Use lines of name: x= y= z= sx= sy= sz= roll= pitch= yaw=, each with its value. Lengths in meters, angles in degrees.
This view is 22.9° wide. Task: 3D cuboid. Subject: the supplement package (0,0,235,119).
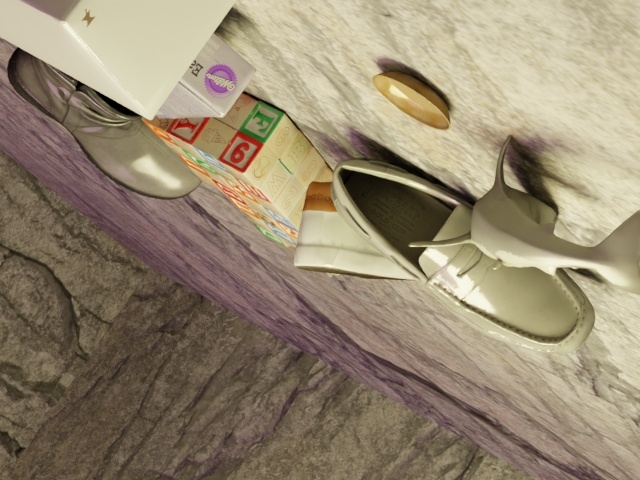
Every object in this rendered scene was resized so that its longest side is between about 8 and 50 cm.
supplement package: x=-0.229 y=-0.260 z=1.305 sx=0.293 sy=0.177 sz=0.175 roll=30 pitch=170 yaw=27

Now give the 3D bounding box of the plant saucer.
plant saucer: x=0.084 y=-0.128 z=1.411 sx=0.083 sy=0.015 sz=0.083 roll=33 pitch=171 yaw=6

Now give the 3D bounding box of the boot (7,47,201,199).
boot: x=-0.275 y=-0.167 z=2.180 sx=0.338 sy=0.118 sz=0.223 roll=33 pitch=167 yaw=-20

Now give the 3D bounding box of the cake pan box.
cake pan box: x=-0.208 y=-0.218 z=1.605 sx=0.267 sy=0.070 sz=0.246 roll=38 pitch=172 yaw=-17

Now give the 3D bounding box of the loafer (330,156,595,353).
loafer: x=0.141 y=0.015 z=1.656 sx=0.319 sy=0.112 sz=0.111 roll=31 pitch=179 yaw=20

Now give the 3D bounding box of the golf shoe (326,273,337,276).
golf shoe: x=0.000 y=0.000 z=2.224 sx=0.086 sy=0.069 sz=0.176 roll=43 pitch=167 yaw=-18

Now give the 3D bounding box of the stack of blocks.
stack of blocks: x=-0.073 y=-0.085 z=1.953 sx=0.171 sy=0.087 sz=0.297 roll=28 pitch=169 yaw=32

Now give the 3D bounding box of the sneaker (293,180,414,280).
sneaker: x=0.074 y=-0.014 z=1.863 sx=0.106 sy=0.123 sz=0.290 roll=0 pitch=174 yaw=30

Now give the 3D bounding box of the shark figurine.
shark figurine: x=0.180 y=-0.029 z=1.360 sx=0.166 sy=0.116 sz=0.278 roll=2 pitch=-172 yaw=-15
